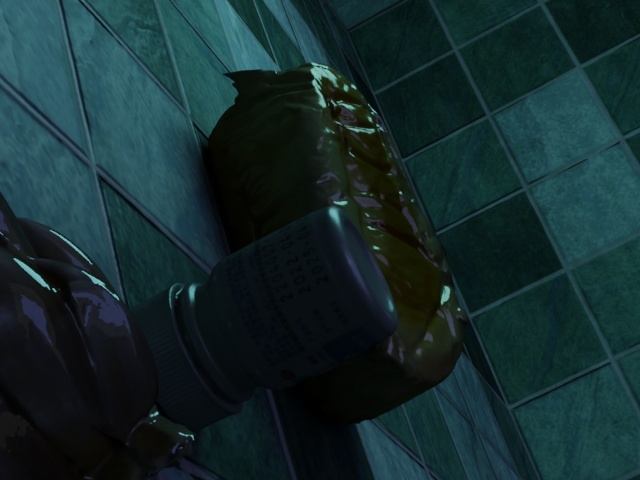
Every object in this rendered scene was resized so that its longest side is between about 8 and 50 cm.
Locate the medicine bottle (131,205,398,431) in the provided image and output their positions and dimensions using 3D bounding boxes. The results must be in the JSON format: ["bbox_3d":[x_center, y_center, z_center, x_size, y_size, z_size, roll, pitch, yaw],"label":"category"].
[{"bbox_3d":[-0.039,0.055,0.829,0.105,0.168,0.105,59,12,-20],"label":"medicine bottle"}]

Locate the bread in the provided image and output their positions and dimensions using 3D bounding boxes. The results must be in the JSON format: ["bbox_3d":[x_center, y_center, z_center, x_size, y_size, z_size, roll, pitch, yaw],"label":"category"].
[{"bbox_3d":[0.008,0.005,1.225,0.236,0.183,0.388,24,43,-47],"label":"bread"}]

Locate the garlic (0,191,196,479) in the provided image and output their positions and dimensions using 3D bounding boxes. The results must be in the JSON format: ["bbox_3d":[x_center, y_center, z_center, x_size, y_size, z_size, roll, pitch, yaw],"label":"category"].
[{"bbox_3d":[-0.144,0.033,0.486,0.194,0.127,0.131,68,-9,-23],"label":"garlic"}]
